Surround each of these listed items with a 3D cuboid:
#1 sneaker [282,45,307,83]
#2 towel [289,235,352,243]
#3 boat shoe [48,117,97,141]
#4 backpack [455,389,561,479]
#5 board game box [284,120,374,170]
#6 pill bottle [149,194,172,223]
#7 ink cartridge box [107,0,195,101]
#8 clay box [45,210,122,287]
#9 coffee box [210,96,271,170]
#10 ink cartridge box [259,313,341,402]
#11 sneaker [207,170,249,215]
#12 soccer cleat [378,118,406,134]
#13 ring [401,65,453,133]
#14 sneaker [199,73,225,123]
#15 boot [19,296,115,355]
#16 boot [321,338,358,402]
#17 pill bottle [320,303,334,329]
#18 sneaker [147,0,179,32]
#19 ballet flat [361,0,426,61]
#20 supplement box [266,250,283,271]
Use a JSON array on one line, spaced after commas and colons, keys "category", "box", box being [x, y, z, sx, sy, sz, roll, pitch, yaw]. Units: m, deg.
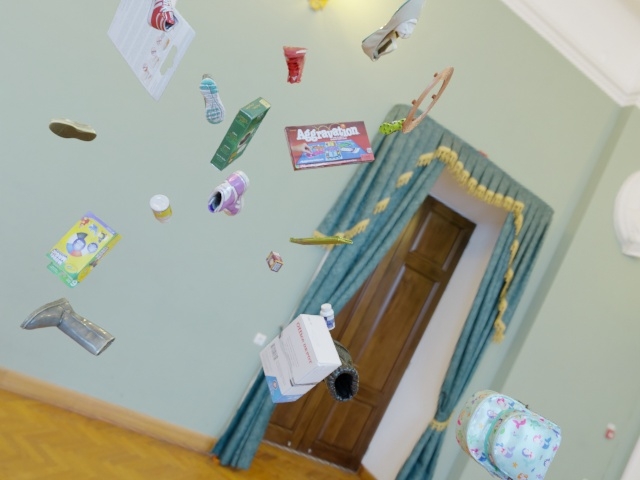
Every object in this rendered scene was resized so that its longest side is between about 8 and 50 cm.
[{"category": "sneaker", "box": [-0.090, -0.637, 1.690, 0.087, 0.127, 0.221, 9, 21, 8]}, {"category": "towel", "box": [0.000, 0.000, 1.800, 0.237, 0.021, 0.102, -2, -9, 36]}, {"category": "boat shoe", "box": [-0.760, -0.345, 1.413, 0.048, 0.056, 0.153, 57, 23, 15]}, {"category": "backpack", "box": [0.528, 0.560, 1.322, 0.254, 0.225, 0.191, 32, -9, 6]}, {"category": "board game box", "box": [0.031, -0.312, 1.510, 0.282, 0.144, 0.027, -10, -11, -22]}, {"category": "pill bottle", "box": [-0.556, -0.106, 1.622, 0.065, 0.065, 0.116, 27, -26, 3]}, {"category": "ink cartridge box", "box": [-0.593, -0.741, 1.669, 0.385, 0.308, 0.091, 52, 31, 14]}, {"category": "clay box", "box": [-0.758, 0.029, 1.466, 0.128, 0.222, 0.053, 35, -14, 12]}, {"category": "coffee box", "box": [-0.200, -0.266, 1.156, 0.040, 0.184, 0.113, 39, 40, -4]}, {"category": "ink cartridge box", "box": [-0.055, 0.291, 1.137, 0.082, 0.191, 0.139, 15, 41, -42]}, {"category": "sneaker", "box": [-0.371, -0.147, 1.754, 0.102, 0.161, 0.282, 42, -29, 6]}, {"category": "soccer cleat", "box": [0.359, -0.540, 2.200, 0.072, 0.060, 0.179, -12, 7, -43]}, {"category": "ring", "box": [0.457, -0.611, 2.009, 0.032, 0.336, 0.336, 40, -2, 10]}, {"category": "sneaker", "box": [-0.332, -0.437, 1.423, 0.065, 0.076, 0.166, -8, -39, -10]}, {"category": "boot", "box": [-0.741, 0.272, 1.370, 0.208, 0.076, 0.189, 46, 21, -1]}, {"category": "boot", "box": [0.065, 0.471, 1.668, 0.260, 0.131, 0.348, 44, -4, 46]}, {"category": "pill bottle", "box": [0.034, 0.381, 2.312, 0.067, 0.120, 0.067, -6, 20, 2]}, {"category": "sneaker", "box": [-0.346, -0.529, 1.036, 0.067, 0.118, 0.042, 33, 29, 21]}, {"category": "ballet flat", "box": [0.225, -0.621, 1.382, 0.086, 0.086, 0.249, 29, -31, -27]}, {"category": "supplement box", "box": [-0.205, 0.095, 2.071, 0.043, 0.055, 0.083, 23, 21, -33]}]
